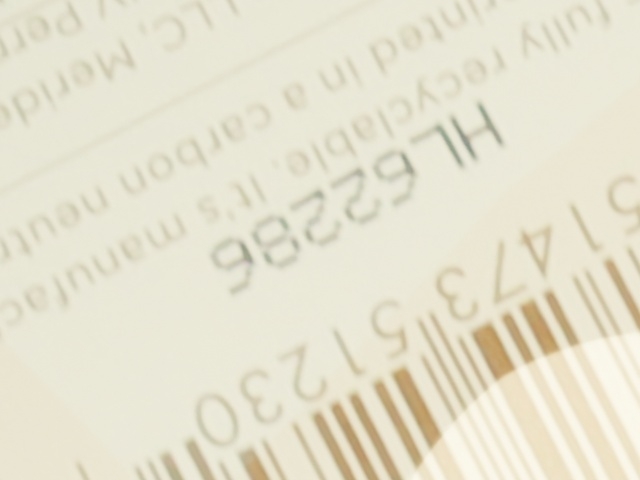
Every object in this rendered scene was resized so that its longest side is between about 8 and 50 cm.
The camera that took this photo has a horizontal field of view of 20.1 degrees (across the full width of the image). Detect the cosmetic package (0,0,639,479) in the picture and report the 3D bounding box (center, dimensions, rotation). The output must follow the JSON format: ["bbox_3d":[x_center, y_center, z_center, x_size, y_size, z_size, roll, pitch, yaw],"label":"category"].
[{"bbox_3d":[0.000,0.000,0.567,0.329,0.394,0.327,-28,89,-3],"label":"cosmetic package"}]
